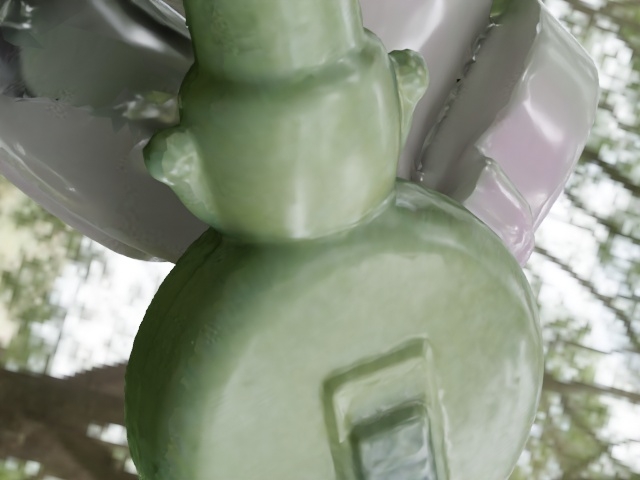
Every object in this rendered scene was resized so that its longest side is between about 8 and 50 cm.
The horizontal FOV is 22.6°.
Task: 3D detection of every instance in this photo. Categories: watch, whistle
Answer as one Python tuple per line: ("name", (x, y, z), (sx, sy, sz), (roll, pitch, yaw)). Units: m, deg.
("watch", (-0.048, -0.045, 0.597), (0.244, 0.231, 0.196), (-31, -151, 56))
("whistle", (0.000, 0.000, 0.436), (0.067, 0.126, 0.258), (32, -43, 55))
